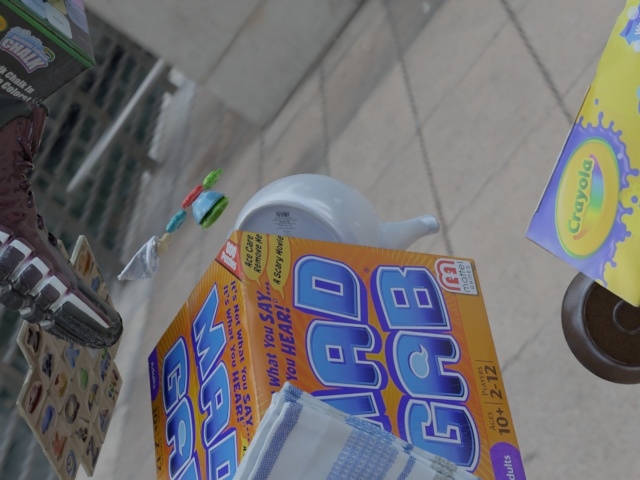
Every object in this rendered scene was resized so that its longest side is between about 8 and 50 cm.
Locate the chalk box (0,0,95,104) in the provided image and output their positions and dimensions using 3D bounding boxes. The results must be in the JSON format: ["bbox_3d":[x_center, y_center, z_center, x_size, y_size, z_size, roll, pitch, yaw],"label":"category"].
[{"bbox_3d":[-0.377,-0.256,1.404,0.289,0.180,0.179,-32,51,17],"label":"chalk box"}]

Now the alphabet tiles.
[{"bbox_3d":[-0.344,0.172,1.763,0.342,0.011,0.285,79,-162,-49],"label":"alphabet tiles"}]

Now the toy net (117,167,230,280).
[{"bbox_3d":[-0.223,-0.012,1.969,0.232,0.045,0.122,-48,-3,-28],"label":"toy net"}]

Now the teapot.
[{"bbox_3d":[0.000,0.000,1.894,0.187,0.256,0.252,-42,-9,-51],"label":"teapot"}]

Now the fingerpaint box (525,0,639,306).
[{"bbox_3d":[0.454,-0.169,1.322,0.163,0.371,0.445,36,116,36],"label":"fingerpaint box"}]

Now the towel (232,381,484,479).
[{"bbox_3d":[0.039,0.288,1.242,0.209,0.285,0.034,-62,8,8],"label":"towel"}]

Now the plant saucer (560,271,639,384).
[{"bbox_3d":[0.395,0.100,1.622,0.168,0.168,0.029,-60,-1,-14],"label":"plant saucer"}]

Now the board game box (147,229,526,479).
[{"bbox_3d":[0.004,0.245,1.668,0.356,0.356,0.356,-52,39,48],"label":"board game box"}]

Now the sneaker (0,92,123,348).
[{"bbox_3d":[-0.261,-0.037,1.125,0.106,0.281,0.162,-19,36,58],"label":"sneaker"}]
